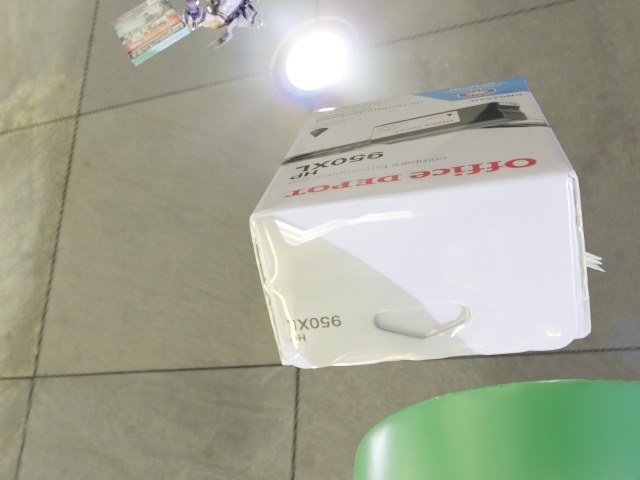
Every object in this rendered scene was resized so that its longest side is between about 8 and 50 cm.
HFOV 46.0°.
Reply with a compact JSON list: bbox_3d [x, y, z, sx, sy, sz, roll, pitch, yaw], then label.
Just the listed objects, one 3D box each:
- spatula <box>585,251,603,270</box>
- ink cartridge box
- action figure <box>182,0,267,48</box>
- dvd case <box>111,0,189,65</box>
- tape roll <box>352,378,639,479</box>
[{"bbox_3d":[0.381,-0.002,1.332,0.242,0.168,0.019,24,94,25],"label":"spatula"},{"bbox_3d":[0.110,-0.042,0.826,0.285,0.395,0.166,-8,112,11],"label":"ink cartridge box"},{"bbox_3d":[-0.203,-0.447,1.264,0.099,0.285,0.185,-27,29,58],"label":"action figure"},{"bbox_3d":[-0.234,-0.292,1.032,0.087,0.013,0.119,-33,49,-3],"label":"dvd case"},{"bbox_3d":[0.179,0.199,0.511,0.321,0.321,0.077,-9,51,24],"label":"tape roll"}]
